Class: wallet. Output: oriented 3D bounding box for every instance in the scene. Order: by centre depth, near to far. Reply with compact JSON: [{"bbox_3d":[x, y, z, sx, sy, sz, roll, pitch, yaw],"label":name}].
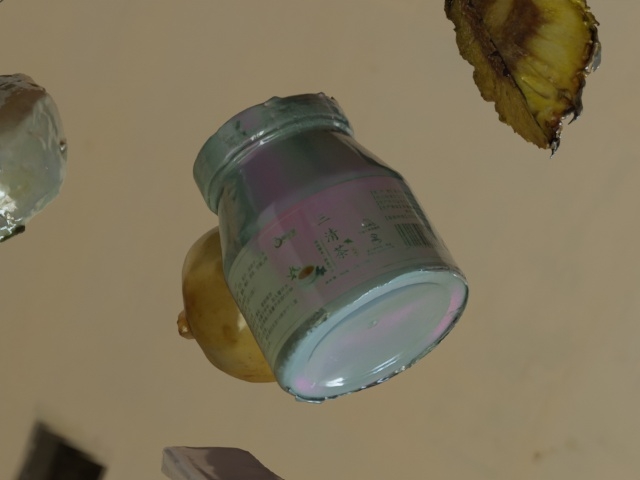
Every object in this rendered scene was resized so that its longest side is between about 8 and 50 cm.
[{"bbox_3d":[-0.085,0.223,1.769,0.095,0.033,0.190,4,-174,-19],"label":"wallet"}]

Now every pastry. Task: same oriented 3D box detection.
[{"bbox_3d":[-0.400,-0.084,2.134,0.264,0.133,0.265,-19,-153,10],"label":"pastry"}]

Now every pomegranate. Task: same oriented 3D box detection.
[{"bbox_3d":[-0.068,0.069,2.401,0.233,0.233,0.233,20,-157,-9],"label":"pomegranate"}]

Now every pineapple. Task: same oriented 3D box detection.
[{"bbox_3d":[0.261,-0.266,2.477,0.334,0.158,0.161,56,169,16],"label":"pineapple"}]

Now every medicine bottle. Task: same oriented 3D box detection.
[{"bbox_3d":[0.000,0.000,2.171,0.245,0.245,0.290,0,-130,-44],"label":"medicine bottle"}]
